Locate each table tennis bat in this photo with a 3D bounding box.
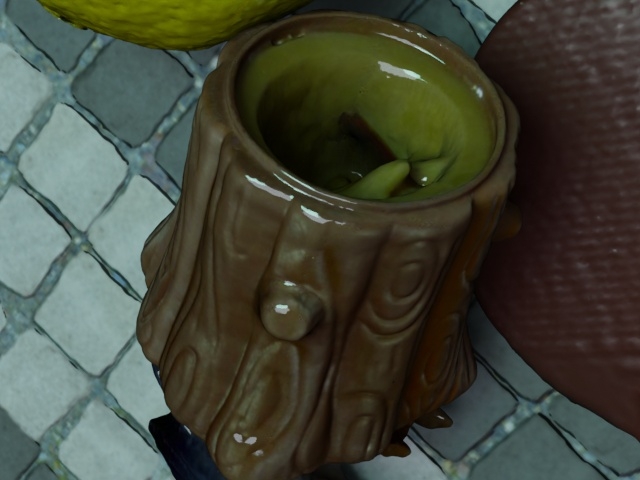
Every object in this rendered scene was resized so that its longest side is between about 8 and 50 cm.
[{"bbox_3d":[0.213,0.028,0.757,0.268,0.051,0.415,-6,101,32],"label":"table tennis bat"}]

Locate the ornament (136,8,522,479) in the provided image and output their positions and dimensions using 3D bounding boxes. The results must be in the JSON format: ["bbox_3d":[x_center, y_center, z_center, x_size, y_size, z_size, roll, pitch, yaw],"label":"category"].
[{"bbox_3d":[0.000,0.000,0.715,0.235,0.221,0.218,24,137,8],"label":"ornament"}]

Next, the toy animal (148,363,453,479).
[{"bbox_3d":[-0.006,0.178,0.848,0.298,0.122,0.185,28,110,15],"label":"toy animal"}]

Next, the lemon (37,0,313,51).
[{"bbox_3d":[-0.078,-0.246,0.695,0.293,0.293,0.293,5,103,21],"label":"lemon"}]
